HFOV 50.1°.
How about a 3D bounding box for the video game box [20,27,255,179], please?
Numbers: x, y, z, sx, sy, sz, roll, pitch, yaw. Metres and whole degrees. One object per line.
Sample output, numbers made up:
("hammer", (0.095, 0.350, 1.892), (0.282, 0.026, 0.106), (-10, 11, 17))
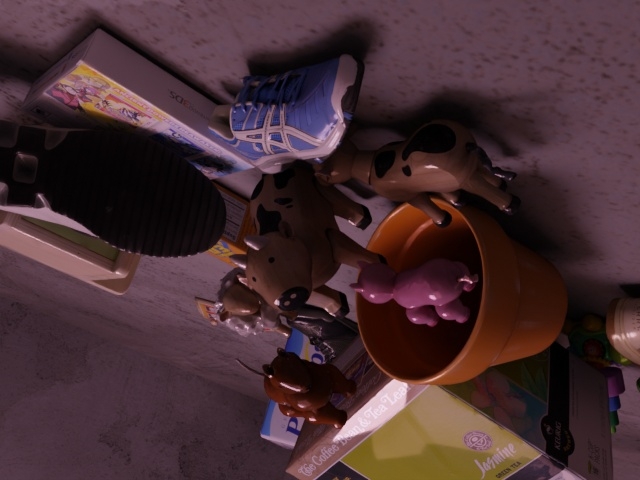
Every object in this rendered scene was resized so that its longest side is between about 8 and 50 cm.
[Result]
("video game box", (-0.195, -0.129, 0.745), (0.205, 0.048, 0.187), (30, 159, -34))

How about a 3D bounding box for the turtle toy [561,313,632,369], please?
("turtle toy", (0.414, 0.153, 1.000), (0.095, 0.066, 0.130), (21, 160, -14))

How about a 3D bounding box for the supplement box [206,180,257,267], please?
("supplement box", (-0.118, -0.011, 0.960), (0.233, 0.080, 0.078), (32, 153, -33))

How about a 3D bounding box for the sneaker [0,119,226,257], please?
("sneaker", (-0.259, -0.066, 0.767), (0.330, 0.122, 0.146), (16, 180, -1))

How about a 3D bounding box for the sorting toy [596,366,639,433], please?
("sorting toy", (0.578, 0.266, 1.029), (0.127, 0.126, 0.365), (-15, -175, -42))

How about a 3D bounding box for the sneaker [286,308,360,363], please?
("sneaker", (0.023, 0.223, 1.407), (0.227, 0.130, 0.087), (27, 156, -23))

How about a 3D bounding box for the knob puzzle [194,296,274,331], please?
("knob puzzle", (-0.206, 0.197, 1.661), (0.213, 0.030, 0.213), (14, 160, 5))

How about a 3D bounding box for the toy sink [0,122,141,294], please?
("toy sink", (-0.315, -0.034, 0.941), (0.131, 0.153, 0.234), (-6, 150, 46))

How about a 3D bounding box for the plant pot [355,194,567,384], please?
("plant pot", (0.176, 0.066, 0.792), (0.188, 0.205, 0.205), (11, 166, -34))

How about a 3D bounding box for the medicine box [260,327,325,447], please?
("medicine box", (0.049, 0.358, 1.547), (0.289, 0.263, 0.149), (8, 158, 21))

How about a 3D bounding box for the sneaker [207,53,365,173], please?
("sneaker", (-0.035, -0.112, 0.615), (0.081, 0.080, 0.211), (23, 159, -25))

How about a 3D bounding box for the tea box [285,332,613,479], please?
("tea box", (0.181, 0.268, 1.002), (0.323, 0.220, 0.329), (33, 130, -7))

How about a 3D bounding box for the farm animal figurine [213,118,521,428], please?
("farm animal figurine", (0.000, 0.000, 0.700), (0.172, 0.330, 0.327), (31, -172, -27))

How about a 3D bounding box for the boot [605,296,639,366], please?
("boot", (0.510, 0.131, 0.838), (0.262, 0.095, 0.203), (30, 155, -27))
